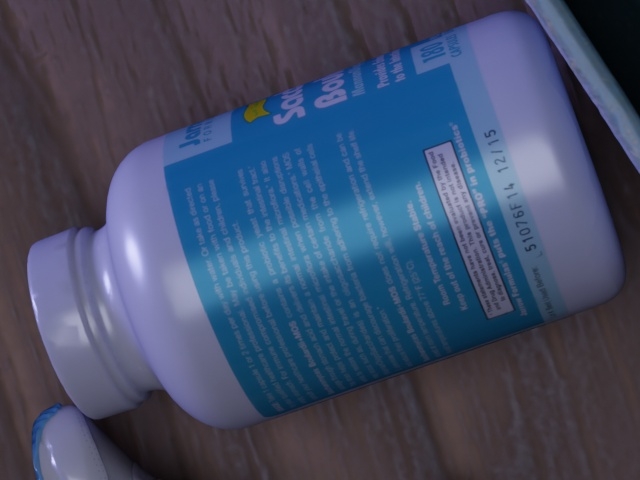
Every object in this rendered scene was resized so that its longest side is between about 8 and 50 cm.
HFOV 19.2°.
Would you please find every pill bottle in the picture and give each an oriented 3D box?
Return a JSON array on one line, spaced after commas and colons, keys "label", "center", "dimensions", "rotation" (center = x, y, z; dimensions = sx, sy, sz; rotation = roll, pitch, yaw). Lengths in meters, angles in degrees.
[{"label": "pill bottle", "center": [0.000, 0.000, 0.894], "dimensions": [0.264, 0.146, 0.146], "rotation": [-20, 90, 6]}]

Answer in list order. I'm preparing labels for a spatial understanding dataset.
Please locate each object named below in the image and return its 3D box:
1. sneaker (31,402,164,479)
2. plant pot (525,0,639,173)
[{"label": "sneaker", "center": [-0.058, 0.167, 0.946], "dimensions": [0.092, 0.087, 0.229], "rotation": [-38, 95, 0]}, {"label": "plant pot", "center": [0.223, -0.113, 0.810], "dimensions": [0.248, 0.252, 0.247], "rotation": [-33, 89, 7]}]
